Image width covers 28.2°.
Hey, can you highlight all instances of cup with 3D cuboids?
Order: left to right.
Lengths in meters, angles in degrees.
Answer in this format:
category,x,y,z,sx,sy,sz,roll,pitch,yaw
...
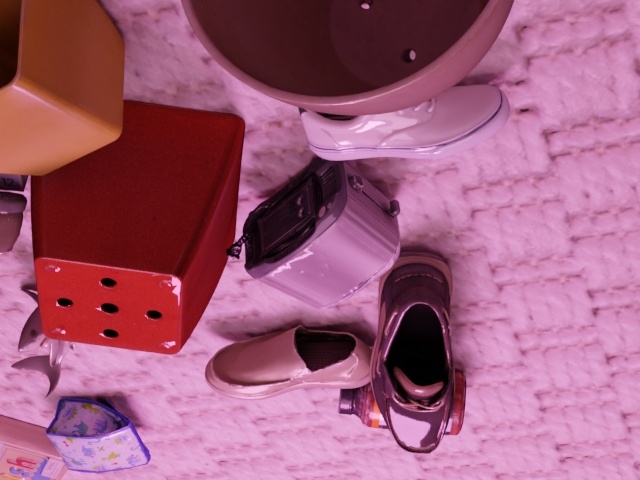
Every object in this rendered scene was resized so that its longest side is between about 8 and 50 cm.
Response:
category,x,y,z,sx,sy,sz,roll,pitch,yaw
cup,0.057,-0.259,1.256,0.331,0.331,0.237,-8,166,18

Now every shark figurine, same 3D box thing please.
category,x,y,z,sx,sy,sz,roll,pitch,yaw
shark figurine,-0.426,0.127,1.980,0.116,0.166,0.278,34,159,5

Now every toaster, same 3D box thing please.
category,x,y,z,sx,sy,sz,roll,pitch,yaw
toaster,0.000,0.000,1.695,0.146,0.129,0.227,32,124,-33

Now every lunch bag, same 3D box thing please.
category,x,y,z,sx,sy,sz,roll,pitch,yaw
lunch bag,-0.382,0.343,2.225,0.151,0.096,0.129,5,143,18

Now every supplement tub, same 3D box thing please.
category,x,y,z,sx,sy,sz,roll,pitch,yaw
supplement tub,0.129,0.251,2.026,0.198,0.106,0.106,5,142,1

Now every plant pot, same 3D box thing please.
category,x,y,z,sx,sy,sz,roll,pitch,yaw
plant pot,-0.341,-0.191,1.464,0.212,0.212,0.187,-21,148,31
plant pot,-0.251,-0.004,1.649,0.267,0.235,0.267,8,143,-2

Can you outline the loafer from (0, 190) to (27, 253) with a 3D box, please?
category,x,y,z,sx,sy,sz,roll,pitch,yaw
loafer,-0.463,-0.026,1.692,0.094,0.087,0.251,3,-178,-30

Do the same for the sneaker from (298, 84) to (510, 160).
category,x,y,z,sx,sy,sz,roll,pitch,yaw
sneaker,0.094,-0.151,1.525,0.258,0.094,0.091,-8,144,19

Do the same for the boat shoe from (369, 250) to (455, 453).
category,x,y,z,sx,sy,sz,roll,pitch,yaw
boat shoe,0.131,0.186,1.855,0.132,0.130,0.355,-2,124,7

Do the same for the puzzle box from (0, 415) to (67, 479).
category,x,y,z,sx,sy,sz,roll,pitch,yaw
puzzle box,-0.648,0.443,2.426,0.272,0.052,0.409,19,140,-15

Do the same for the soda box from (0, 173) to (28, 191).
category,x,y,z,sx,sy,sz,roll,pitch,yaw
soda box,-0.513,-0.138,1.626,0.286,0.098,0.091,6,143,2

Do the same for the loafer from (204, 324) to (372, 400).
category,x,y,z,sx,sy,sz,roll,pitch,yaw
loafer,-0.049,0.180,1.974,0.269,0.102,0.092,-7,140,1
